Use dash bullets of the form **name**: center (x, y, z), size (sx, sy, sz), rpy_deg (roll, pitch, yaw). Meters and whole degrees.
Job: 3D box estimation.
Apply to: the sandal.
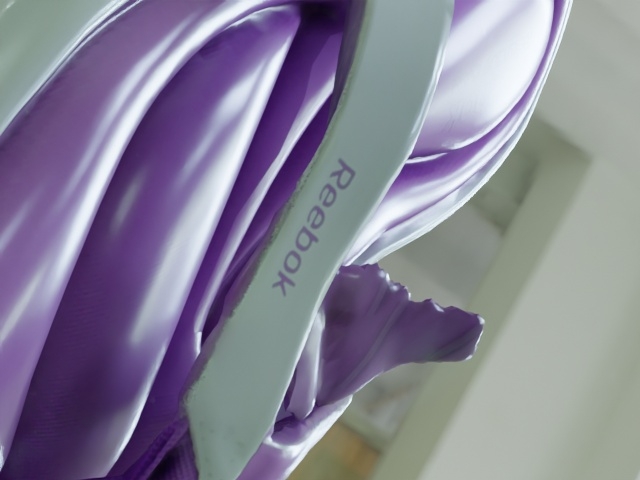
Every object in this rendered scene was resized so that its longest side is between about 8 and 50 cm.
- **sandal**: center (0.000, -0.013, 0.514), size (0.102, 0.416, 0.169), rpy_deg (18, -54, 21)
